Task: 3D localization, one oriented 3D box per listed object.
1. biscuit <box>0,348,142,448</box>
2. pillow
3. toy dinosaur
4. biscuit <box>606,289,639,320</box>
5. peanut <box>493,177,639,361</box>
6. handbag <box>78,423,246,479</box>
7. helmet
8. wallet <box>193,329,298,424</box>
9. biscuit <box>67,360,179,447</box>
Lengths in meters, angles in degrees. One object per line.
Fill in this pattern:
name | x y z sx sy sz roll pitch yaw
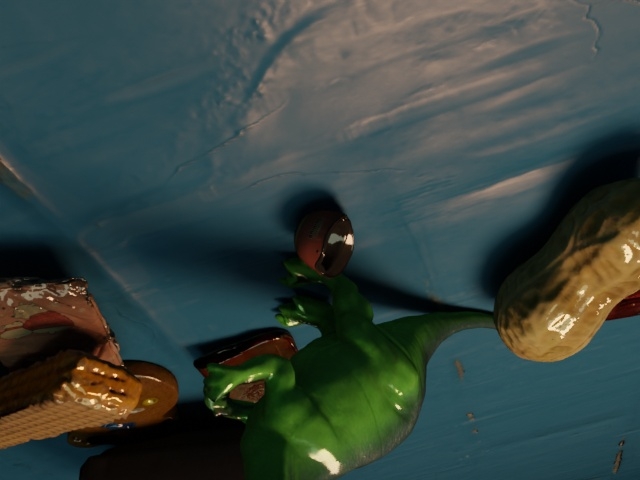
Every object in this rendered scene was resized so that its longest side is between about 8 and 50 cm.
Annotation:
biscuit | -0.352 0.200 0.733 0.378 0.054 0.094 -23 141 36
pillow | -0.297 0.102 0.680 0.135 0.049 0.248 -4 150 -8
toy dinosaur | 0.098 0.180 0.646 0.500 0.374 0.144 11 129 -23
biscuit | 0.429 0.050 0.785 0.151 0.063 0.235 -4 163 -12
peanut | 0.291 0.041 0.702 0.136 0.120 0.298 -42 163 -43
handbag | -0.187 0.396 0.952 0.302 0.178 0.275 -6 153 -6
helmet | -0.001 0.000 0.636 0.049 0.065 0.084 21 159 22
wallet | -0.076 0.206 0.891 0.137 0.031 0.255 -17 144 1
biscuit | -0.284 0.240 0.881 0.180 0.039 0.236 9 136 -22
